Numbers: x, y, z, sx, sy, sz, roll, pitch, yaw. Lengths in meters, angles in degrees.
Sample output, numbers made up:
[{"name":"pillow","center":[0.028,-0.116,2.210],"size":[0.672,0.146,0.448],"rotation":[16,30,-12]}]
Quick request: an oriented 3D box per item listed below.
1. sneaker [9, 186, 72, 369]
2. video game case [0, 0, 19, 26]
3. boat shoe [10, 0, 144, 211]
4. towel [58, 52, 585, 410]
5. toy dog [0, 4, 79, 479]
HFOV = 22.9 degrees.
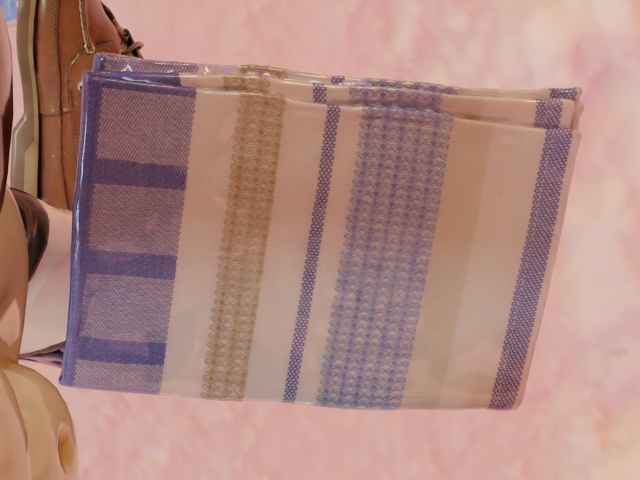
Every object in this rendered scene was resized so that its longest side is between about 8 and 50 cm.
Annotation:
[{"name":"sneaker","center":[-0.267,0.025,0.993],"size":[0.315,0.127,0.182],"rotation":[-16,153,23]},{"name":"video game case","center":[-0.342,-0.338,1.537],"size":[0.061,0.244,0.269],"rotation":[-20,101,-45]},{"name":"boat shoe","center":[-0.193,-0.149,1.308],"size":[0.104,0.110,0.307],"rotation":[9,129,0]},{"name":"towel","center":[0.000,0.000,0.903],"size":[0.285,0.034,0.209],"rotation":[3,113,-10]},{"name":"toy dog","center":[-0.199,0.026,0.536],"size":[0.285,0.408,0.395],"rotation":[20,70,2]}]
